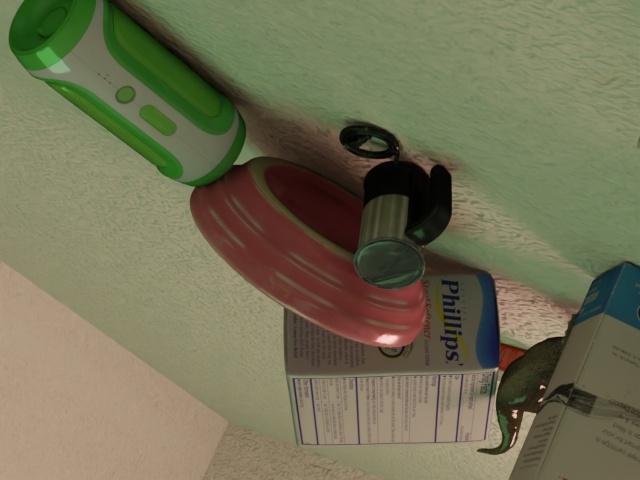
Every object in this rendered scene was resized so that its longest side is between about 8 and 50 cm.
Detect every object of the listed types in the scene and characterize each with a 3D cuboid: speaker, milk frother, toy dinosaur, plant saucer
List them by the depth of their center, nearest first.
[{"bbox_3d":[0.069,-0.044,1.815,0.143,0.135,0.129,24,133,-15],"label":"milk frother"},{"bbox_3d":[-0.219,-0.181,1.834,0.131,0.131,0.296,10,159,45],"label":"speaker"},{"bbox_3d":[0.000,0.000,1.950,0.332,0.084,0.332,30,-161,-11],"label":"plant saucer"},{"bbox_3d":[0.311,0.179,2.115,0.313,0.121,0.160,-30,141,30],"label":"toy dinosaur"}]

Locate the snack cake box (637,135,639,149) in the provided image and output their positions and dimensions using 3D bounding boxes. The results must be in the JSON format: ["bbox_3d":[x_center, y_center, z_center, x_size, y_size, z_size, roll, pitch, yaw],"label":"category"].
[{"bbox_3d":[0.408,-0.071,1.264,0.264,0.089,0.152,27,163,-6],"label":"snack cake box"}]

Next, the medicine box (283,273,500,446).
[{"bbox_3d":[0.099,0.173,2.214,0.289,0.149,0.263,-2,151,1],"label":"medicine box"}]

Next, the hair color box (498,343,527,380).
[{"bbox_3d":[0.295,0.195,2.458,0.141,0.043,0.072,16,163,36],"label":"hair color box"}]

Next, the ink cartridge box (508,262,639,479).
[{"bbox_3d":[0.381,0.217,1.873,0.223,0.307,0.129,27,165,-5],"label":"ink cartridge box"}]
